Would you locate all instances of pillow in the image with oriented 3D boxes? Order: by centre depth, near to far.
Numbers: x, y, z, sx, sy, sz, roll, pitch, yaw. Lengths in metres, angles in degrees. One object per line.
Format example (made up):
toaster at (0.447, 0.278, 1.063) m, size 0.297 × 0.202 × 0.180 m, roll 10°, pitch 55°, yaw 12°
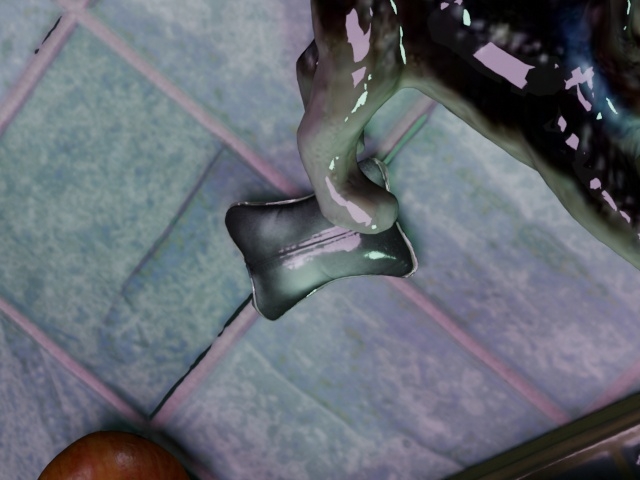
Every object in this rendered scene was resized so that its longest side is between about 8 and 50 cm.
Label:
pillow at (-0.001, 0.000, 1.229) m, size 0.135 × 0.055 × 0.091 m, roll -17°, pitch 72°, yaw 19°

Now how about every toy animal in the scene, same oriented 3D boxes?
toy animal at (0.145, -0.143, 1.061) m, size 0.344 × 0.194 × 0.303 m, roll 11°, pitch 117°, yaw 8°

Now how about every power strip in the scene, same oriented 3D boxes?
power strip at (0.171, 0.201, 1.245) m, size 0.387 × 0.066 × 0.092 m, roll -29°, pitch 96°, yaw 24°

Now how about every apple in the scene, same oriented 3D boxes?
apple at (-0.167, 0.222, 1.330) m, size 0.146 × 0.146 × 0.146 m, roll 6°, pitch 110°, yaw 15°
